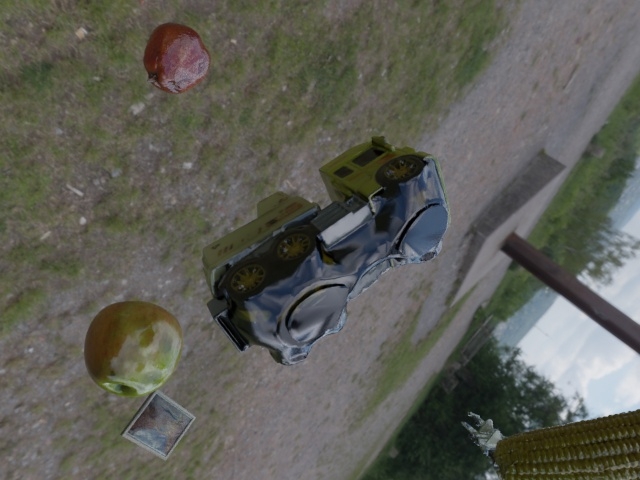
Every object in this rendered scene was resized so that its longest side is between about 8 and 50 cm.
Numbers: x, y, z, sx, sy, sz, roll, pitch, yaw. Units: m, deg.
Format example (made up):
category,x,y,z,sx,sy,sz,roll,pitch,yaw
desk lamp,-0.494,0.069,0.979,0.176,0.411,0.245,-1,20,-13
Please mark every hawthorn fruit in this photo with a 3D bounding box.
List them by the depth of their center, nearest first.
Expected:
category,x,y,z,sx,sy,sz,roll,pitch,yaw
hawthorn fruit,-0.389,-0.483,1.253,0.179,0.173,0.173,-58,155,5

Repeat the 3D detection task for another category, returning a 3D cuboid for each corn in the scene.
category,x,y,z,sx,sy,sz,roll,pitch,yaw
corn,0.485,0.377,0.819,0.344,0.131,0.131,-22,164,21

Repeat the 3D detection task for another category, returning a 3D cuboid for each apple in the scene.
category,x,y,z,sx,sy,sz,roll,pitch,yaw
apple,-0.377,0.220,0.948,0.196,0.196,0.196,-38,154,-23

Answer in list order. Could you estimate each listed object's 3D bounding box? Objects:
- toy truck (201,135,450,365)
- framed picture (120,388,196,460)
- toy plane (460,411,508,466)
category,x,y,z,sx,sy,sz,roll,pitch,yaw
toy truck,0.000,0.000,0.758,0.405,0.254,0.181,-35,132,-11
framed picture,-0.570,0.657,1.670,0.184,0.016,0.250,-55,136,-27
toy plane,0.475,0.529,1.201,0.261,0.192,0.088,30,104,-27
